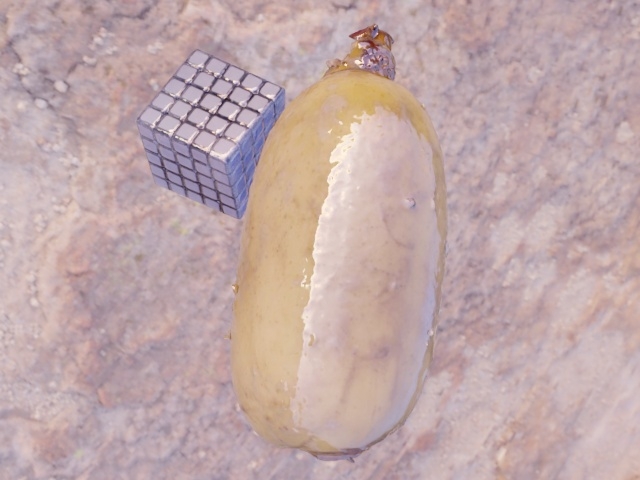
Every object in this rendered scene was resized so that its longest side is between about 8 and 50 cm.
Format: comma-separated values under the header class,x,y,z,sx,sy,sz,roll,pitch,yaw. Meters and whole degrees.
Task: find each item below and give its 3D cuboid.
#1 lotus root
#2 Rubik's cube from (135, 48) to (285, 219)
class,x,y,z,sx,sy,sz,roll,pitch,yaw
lotus root,0.013,-0.009,0.671,0.152,0.169,0.342,8,79,-16
Rubik's cube,-0.227,-0.227,1.924,0.237,0.238,0.237,-59,165,-28
